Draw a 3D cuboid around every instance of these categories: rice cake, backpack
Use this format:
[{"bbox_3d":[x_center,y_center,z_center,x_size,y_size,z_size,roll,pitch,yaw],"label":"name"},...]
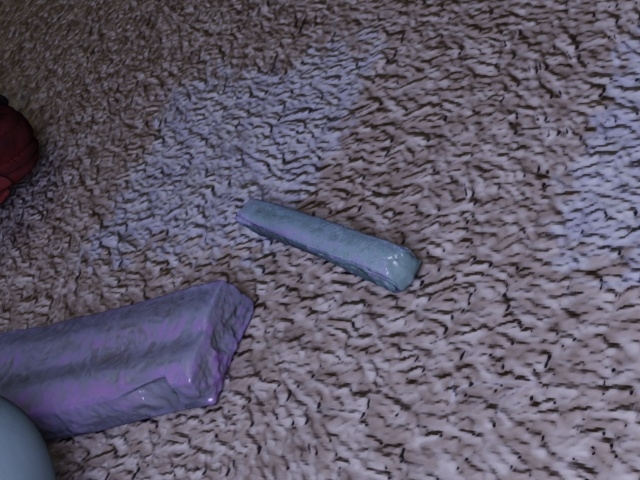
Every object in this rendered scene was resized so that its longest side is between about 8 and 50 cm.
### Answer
[{"bbox_3d":[-0.197,0.110,1.001,0.297,0.050,0.106,-14,47,29],"label":"rice cake"},{"bbox_3d":[0.000,0.000,0.955,0.207,0.033,0.033,21,70,48],"label":"rice cake"},{"bbox_3d":[-0.403,-0.077,1.269,0.229,0.139,0.229,-17,18,6],"label":"backpack"}]

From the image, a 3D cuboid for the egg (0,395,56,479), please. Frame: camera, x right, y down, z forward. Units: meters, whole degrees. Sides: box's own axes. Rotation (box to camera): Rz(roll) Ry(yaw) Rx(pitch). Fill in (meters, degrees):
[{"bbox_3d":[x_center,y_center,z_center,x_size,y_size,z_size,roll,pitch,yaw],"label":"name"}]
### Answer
[{"bbox_3d":[-0.306,0.257,0.811,0.229,0.230,0.371,-13,38,31],"label":"egg"}]
